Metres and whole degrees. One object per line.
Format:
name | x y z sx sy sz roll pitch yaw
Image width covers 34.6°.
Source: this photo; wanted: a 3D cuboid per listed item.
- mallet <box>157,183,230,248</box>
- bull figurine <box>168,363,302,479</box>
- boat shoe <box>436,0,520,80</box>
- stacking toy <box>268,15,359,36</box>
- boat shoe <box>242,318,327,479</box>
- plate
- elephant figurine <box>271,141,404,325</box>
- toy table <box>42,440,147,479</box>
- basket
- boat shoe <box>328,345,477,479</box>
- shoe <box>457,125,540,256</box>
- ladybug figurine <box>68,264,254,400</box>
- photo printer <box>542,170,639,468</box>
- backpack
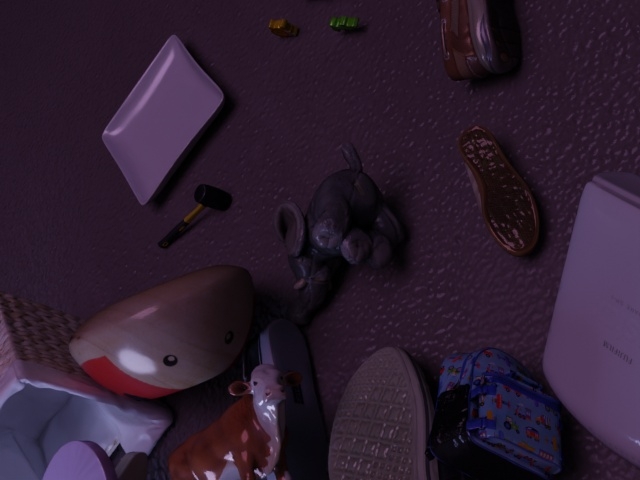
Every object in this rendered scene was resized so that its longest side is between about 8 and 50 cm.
mallet | -0.238 -0.039 1.931 0.189 0.062 0.039 -46 44 39
bull figurine | -0.113 0.306 1.444 0.310 0.101 0.188 -42 52 41
boat shoe | 0.224 -0.392 1.588 0.116 0.123 0.324 -20 58 39
stacking toy | 0.010 -0.455 1.868 0.221 0.052 0.167 8 80 43
boat shoe | -0.072 0.273 1.579 0.105 0.113 0.306 -37 52 36
plate | -0.313 -0.242 2.077 0.277 0.045 0.278 -52 46 14
elephant figurine | 0.000 0.000 1.614 0.239 0.169 0.186 -28 24 51
toy table | -0.351 0.472 1.694 0.252 0.161 0.274 6 83 34
basket | -0.508 0.312 1.816 0.328 0.331 0.266 -52 44 13
boat shoe | 0.135 0.348 1.329 0.187 0.156 0.500 -45 36 22
shoe | 0.259 -0.067 1.464 0.076 0.058 0.219 -23 59 11
ladybug figurine | -0.245 0.157 1.667 0.162 0.305 0.449 68 162 1
photo printer | 0.376 0.106 1.164 0.256 0.107 0.307 40 129 51
backpack | 0.222 0.211 1.284 0.117 0.158 0.173 -41 26 42
